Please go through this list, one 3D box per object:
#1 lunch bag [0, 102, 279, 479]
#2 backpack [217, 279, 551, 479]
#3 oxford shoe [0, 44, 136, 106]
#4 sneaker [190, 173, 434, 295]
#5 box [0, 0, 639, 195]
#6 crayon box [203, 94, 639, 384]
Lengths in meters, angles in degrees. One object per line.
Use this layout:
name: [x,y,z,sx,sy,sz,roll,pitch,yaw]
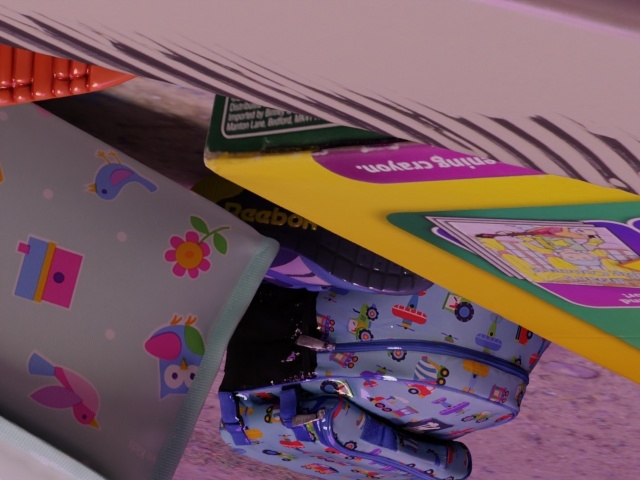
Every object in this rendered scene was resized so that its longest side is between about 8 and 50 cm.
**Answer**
lunch bag: [-0.176,0.071,0.947,0.223,0.262,0.160,30,157,-13]
backpack: [0.046,0.075,1.160,0.173,0.117,0.158,-7,158,39]
oxford shoe: [-0.168,-0.102,0.762,0.271,0.097,0.098,9,-175,20]
sneaker: [0.000,0.000,1.042,0.144,0.053,0.059,13,164,24]
box: [-0.027,-0.097,0.417,0.275,0.113,0.094,14,164,-8]
crayon box: [0.198,-0.032,0.707,0.363,0.106,0.313,-4,160,42]
